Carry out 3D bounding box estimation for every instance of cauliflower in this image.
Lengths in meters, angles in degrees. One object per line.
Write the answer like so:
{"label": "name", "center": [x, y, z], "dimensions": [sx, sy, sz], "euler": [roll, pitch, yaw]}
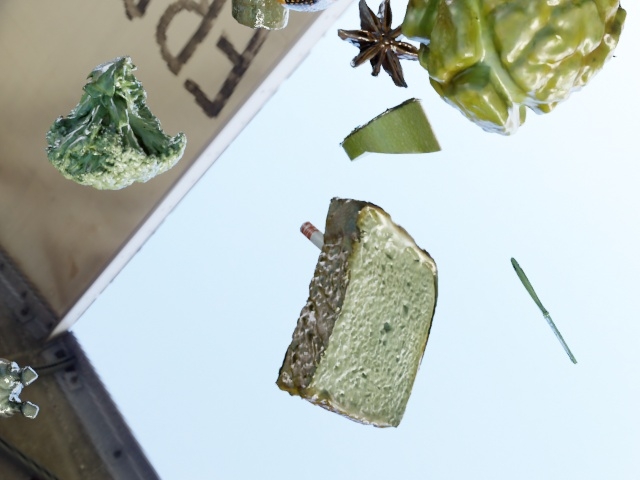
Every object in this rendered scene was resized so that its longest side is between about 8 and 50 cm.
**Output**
{"label": "cauliflower", "center": [-0.399, -0.229, 1.429], "dimensions": [0.275, 0.250, 0.272], "euler": [30, -140, 29]}

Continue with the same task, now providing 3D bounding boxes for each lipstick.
{"label": "lipstick", "center": [0.000, 0.000, 1.847], "dimensions": [0.038, 0.038, 0.130], "euler": [6, -153, -43]}

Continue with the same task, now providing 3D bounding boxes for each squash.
{"label": "squash", "center": [0.155, -0.225, 1.704], "dimensions": [0.220, 0.220, 0.133], "euler": [-27, -85, -53]}

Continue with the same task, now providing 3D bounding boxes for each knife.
{"label": "knife", "center": [0.373, 0.117, 1.253], "dimensions": [0.207, 0.014, 0.030], "euler": [59, 180, 2]}

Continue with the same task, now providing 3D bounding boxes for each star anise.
{"label": "star anise", "center": [0.085, -0.272, 1.025], "dimensions": [0.141, 0.042, 0.141], "euler": [3, -98, -22]}

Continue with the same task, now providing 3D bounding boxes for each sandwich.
{"label": "sandwich", "center": [0.055, 0.100, 0.962], "dimensions": [0.226, 0.087, 0.251], "euler": [33, -111, -43]}

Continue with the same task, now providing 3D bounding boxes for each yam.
{"label": "yam", "center": [-0.150, -0.689, 1.926], "dimensions": [0.161, 0.268, 0.161], "euler": [4, -151, -2]}

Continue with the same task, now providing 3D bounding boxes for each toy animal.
{"label": "toy animal", "center": [-0.631, 0.242, 1.187], "dimensions": [0.343, 0.168, 0.106], "euler": [5, -97, -38]}

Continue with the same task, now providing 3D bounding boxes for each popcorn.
{"label": "popcorn", "center": [0.239, -0.276, 0.929], "dimensions": [0.247, 0.282, 0.282], "euler": [46, -144, 6]}

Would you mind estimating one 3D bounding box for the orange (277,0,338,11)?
{"label": "orange", "center": [-0.006, -0.541, 1.419], "dimensions": [0.182, 0.234, 0.234], "euler": [50, -145, -11]}
